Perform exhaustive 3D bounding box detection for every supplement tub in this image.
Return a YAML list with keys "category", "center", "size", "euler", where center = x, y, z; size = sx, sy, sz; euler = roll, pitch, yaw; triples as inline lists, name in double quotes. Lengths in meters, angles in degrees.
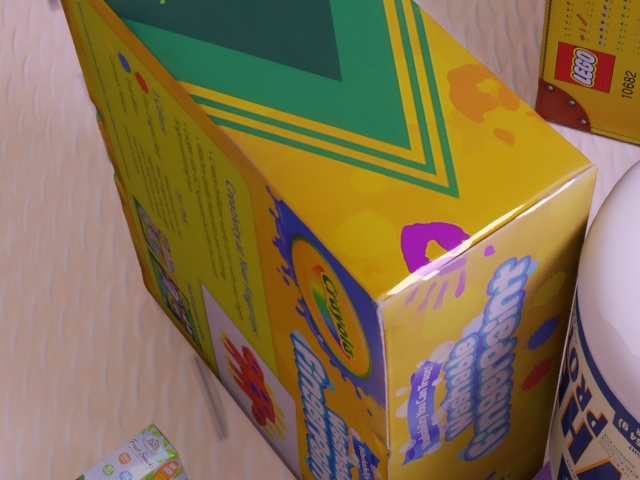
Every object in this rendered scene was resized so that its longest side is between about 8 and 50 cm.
- category: "supplement tub"
  center: [0.267, 0.104, 0.855]
  size: [0.235, 0.325, 0.235]
  euler: [-2, 56, 3]

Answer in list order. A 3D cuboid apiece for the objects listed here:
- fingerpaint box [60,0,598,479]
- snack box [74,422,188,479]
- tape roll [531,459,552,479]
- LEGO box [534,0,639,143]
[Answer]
- category: "fingerpaint box"
  center: [0.000, 0.000, 0.983]
  size: [0.163, 0.445, 0.371]
  euler: [-32, 59, -17]
- category: "snack box"
  center: [-0.146, 0.210, 1.036]
  size: [0.100, 0.141, 0.037]
  euler: [-37, 60, -18]
- category: "tape roll"
  center: [0.267, 0.268, 0.995]
  size: [0.275, 0.090, 0.274]
  euler: [-2, 55, 3]
- category: "LEGO box"
  center: [0.342, -0.371, 1.170]
  size: [0.193, 0.500, 0.372]
  euler: [17, 59, 15]
